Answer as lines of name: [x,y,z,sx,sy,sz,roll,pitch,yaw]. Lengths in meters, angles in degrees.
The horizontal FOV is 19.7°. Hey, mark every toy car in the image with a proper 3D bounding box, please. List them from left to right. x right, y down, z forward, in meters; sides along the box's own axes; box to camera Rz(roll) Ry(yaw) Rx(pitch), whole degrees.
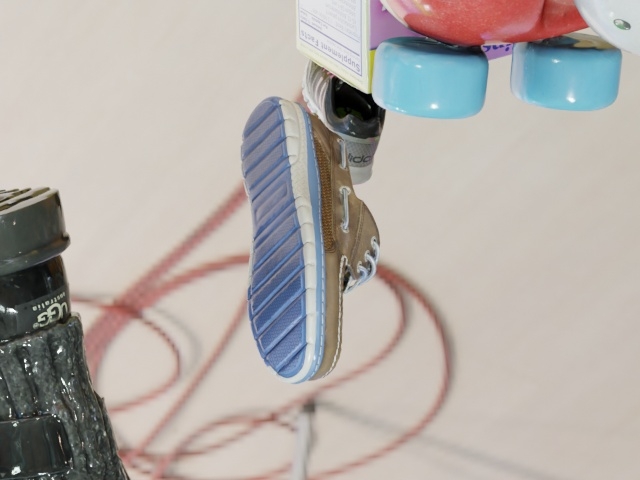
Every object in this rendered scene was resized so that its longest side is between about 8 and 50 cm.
toy car: [0.165,-0.168,1.086,0.210,0.238,0.219,-6,109,-32]

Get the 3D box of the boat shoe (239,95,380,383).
boat shoe: [0.000,0.000,1.050,0.066,0.183,0.066,16,145,-30]

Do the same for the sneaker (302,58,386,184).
sneaker: [0.026,-0.129,1.646,0.063,0.170,0.075,9,133,-16]

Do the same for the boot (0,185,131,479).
boot: [-0.268,0.109,1.185,0.348,0.131,0.260,-1,107,40]

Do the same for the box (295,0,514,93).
box: [0.097,-0.276,1.577,0.213,0.117,0.243,-17,124,-28]
